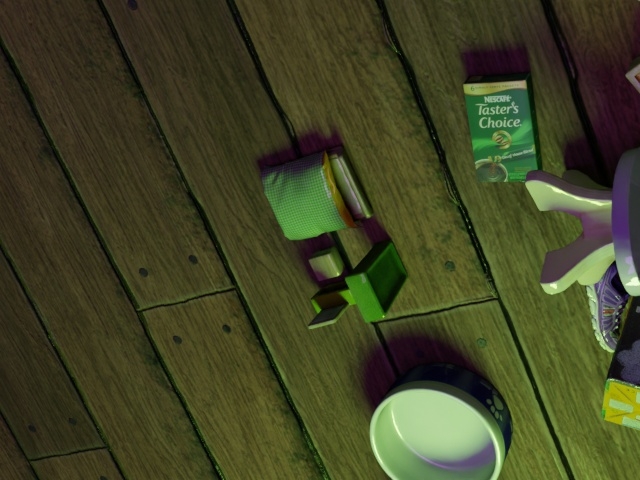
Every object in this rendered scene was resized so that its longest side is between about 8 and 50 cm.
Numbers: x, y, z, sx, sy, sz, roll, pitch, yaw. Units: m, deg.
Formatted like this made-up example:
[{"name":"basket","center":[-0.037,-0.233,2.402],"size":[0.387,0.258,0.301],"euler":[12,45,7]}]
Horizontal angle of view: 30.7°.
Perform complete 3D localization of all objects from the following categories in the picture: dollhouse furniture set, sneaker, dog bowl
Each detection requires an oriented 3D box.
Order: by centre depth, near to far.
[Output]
[{"name":"sneaker","center":[0.505,0.117,2.023],"size":[0.071,0.068,0.170],"euler":[-7,112,22]},{"name":"dollhouse furniture set","center":[0.000,0.000,2.144],"size":[0.197,0.151,0.301],"euler":[-16,108,31]},{"name":"dog bowl","center":[0.235,0.373,2.263],"size":[0.265,0.104,0.265],"euler":[11,120,20]}]

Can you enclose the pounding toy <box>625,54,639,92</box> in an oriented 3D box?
[{"name":"pounding toy","center":[0.550,-0.265,1.774],"size":[0.130,0.100,0.141],"euler":[48,125,-5]}]

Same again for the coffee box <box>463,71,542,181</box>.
[{"name":"coffee box","center":[0.308,-0.188,1.965],"size":[0.113,0.040,0.184],"euler":[1,117,25]}]

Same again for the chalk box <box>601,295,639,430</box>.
[{"name":"chalk box","center":[0.588,0.162,1.909],"size":[0.180,0.289,0.179],"euler":[17,155,19]}]

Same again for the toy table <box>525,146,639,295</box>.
[{"name":"toy table","center":[0.444,-0.025,1.853],"size":[0.161,0.274,0.252],"euler":[-10,121,32]}]
